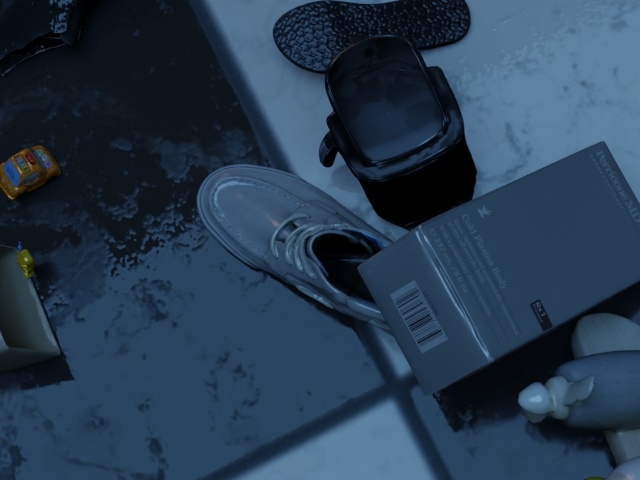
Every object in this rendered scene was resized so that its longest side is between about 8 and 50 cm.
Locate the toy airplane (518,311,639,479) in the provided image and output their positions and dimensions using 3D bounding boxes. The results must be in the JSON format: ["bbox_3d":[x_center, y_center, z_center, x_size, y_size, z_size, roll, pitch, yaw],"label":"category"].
[{"bbox_3d":[0.291,0.253,1.531,0.386,0.272,0.384,21,61,27],"label":"toy airplane"}]

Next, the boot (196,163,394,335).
[{"bbox_3d":[0.000,0.000,1.700,0.258,0.123,0.095,27,84,12],"label":"boot"}]

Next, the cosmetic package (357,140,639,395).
[{"bbox_3d":[0.162,0.020,1.618,0.238,0.107,0.127,-27,85,-36],"label":"cosmetic package"}]

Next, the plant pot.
[{"bbox_3d":[-0.311,0.071,1.747,0.096,0.109,0.109,-28,76,13],"label":"plant pot"}]

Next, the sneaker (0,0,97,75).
[{"bbox_3d":[-0.229,-0.216,1.814,0.170,0.051,0.089,-13,76,11],"label":"sneaker"}]

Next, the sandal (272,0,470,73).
[{"bbox_3d":[0.046,-0.185,1.778,0.179,0.040,0.067,-8,83,-8],"label":"sandal"}]

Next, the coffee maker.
[{"bbox_3d":[0.081,-0.078,1.676,0.171,0.178,0.120,42,88,13],"label":"coffee maker"}]

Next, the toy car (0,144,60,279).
[{"bbox_3d":[-0.254,-0.032,1.777,0.060,0.040,0.122,-12,70,-15],"label":"toy car"}]
